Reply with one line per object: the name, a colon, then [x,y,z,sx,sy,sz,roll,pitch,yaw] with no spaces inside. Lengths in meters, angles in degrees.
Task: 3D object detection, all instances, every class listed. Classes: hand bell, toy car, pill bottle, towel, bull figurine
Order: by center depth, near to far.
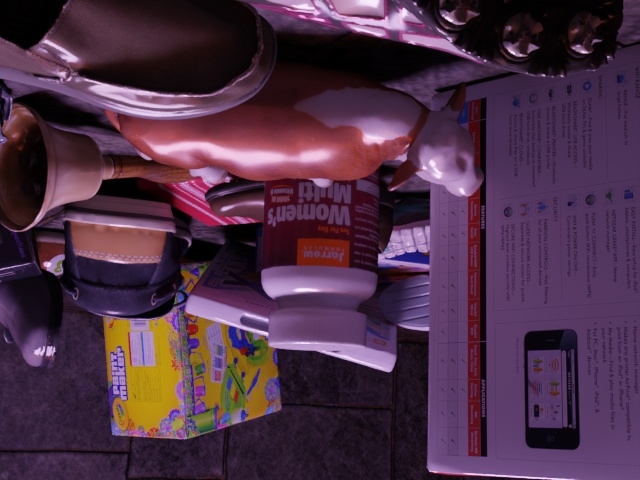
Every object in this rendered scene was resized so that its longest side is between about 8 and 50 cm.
bull figurine: [-0.020,-0.093,0.812,0.310,0.101,0.188,9,174,-6]
pill bottle: [0.000,0.000,0.994,0.121,0.221,0.121,2,169,0]
hand bell: [-0.213,-0.076,1.016,0.126,0.126,0.242,-8,177,43]
towel: [-0.067,-0.062,1.201,0.275,0.031,0.199,-4,166,20]
toy car: [-0.482,0.081,1.614,0.149,0.188,0.155,-5,168,35]

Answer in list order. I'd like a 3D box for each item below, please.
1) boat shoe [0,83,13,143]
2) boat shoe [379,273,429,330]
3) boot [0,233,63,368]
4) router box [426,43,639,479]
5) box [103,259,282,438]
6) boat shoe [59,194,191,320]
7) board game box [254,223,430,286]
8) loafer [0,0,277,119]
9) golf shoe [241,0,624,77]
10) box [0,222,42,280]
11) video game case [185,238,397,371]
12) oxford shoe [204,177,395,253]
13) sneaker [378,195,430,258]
boat shoe: [-0.336,-0.102,0.919,0.083,0.065,0.183,4,166,-12]
boat shoe: [0.201,0.092,1.406,0.226,0.083,0.076,-5,166,29]
boot: [-0.498,0.064,1.339,0.223,0.118,0.338,6,-156,-35]
router box: [0.230,0.023,0.760,0.301,0.335,0.082,-7,166,41]
box: [-0.225,0.182,1.722,0.177,0.289,0.279,-5,178,33]
boat shoe: [-0.274,0.031,1.339,0.187,0.156,0.500,5,177,-9]
board game box: [0.107,0.015,1.459,0.347,0.078,0.233,7,168,-28]
loafer: [-0.150,-0.137,0.623,0.251,0.094,0.087,4,174,-11]
golf shoe: [0.041,-0.158,0.530,0.273,0.105,0.120,12,-178,-19]
box: [-0.463,-0.006,1.073,0.270,0.143,0.165,-12,177,-15]
video game case: [-0.030,0.089,1.473,0.300,0.036,0.329,17,-167,0]
oxford shoe: [-0.021,-0.023,1.098,0.227,0.096,0.083,6,167,-15]
sneaker: [0.103,-0.022,1.265,0.167,0.076,0.065,-2,138,12]
